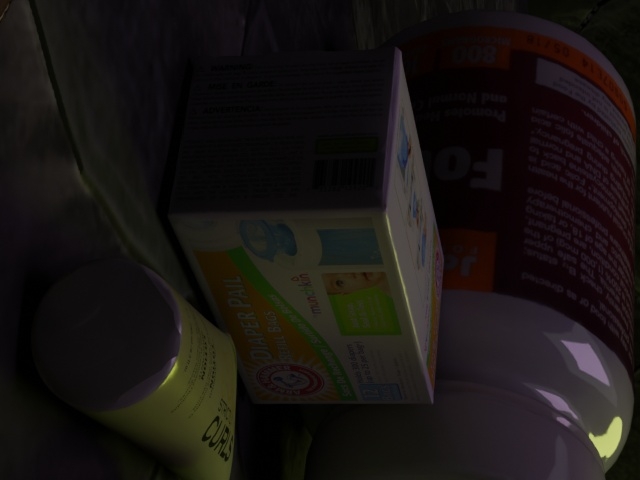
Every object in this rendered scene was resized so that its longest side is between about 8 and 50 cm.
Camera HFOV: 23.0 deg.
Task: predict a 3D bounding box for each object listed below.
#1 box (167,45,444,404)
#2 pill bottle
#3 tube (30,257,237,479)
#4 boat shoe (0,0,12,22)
[{"bbox_3d":[0.000,0.000,0.863,0.203,0.114,0.103,71,21,-54],"label":"box"},{"bbox_3d":[0.103,0.046,1.083,0.224,0.224,0.392,77,18,-46],"label":"pill bottle"},{"bbox_3d":[-0.065,0.064,0.713,0.070,0.062,0.240,-46,164,-6],"label":"tube"},{"bbox_3d":[-0.105,-0.112,0.500,0.066,0.066,0.183,74,20,-54],"label":"boat shoe"}]
